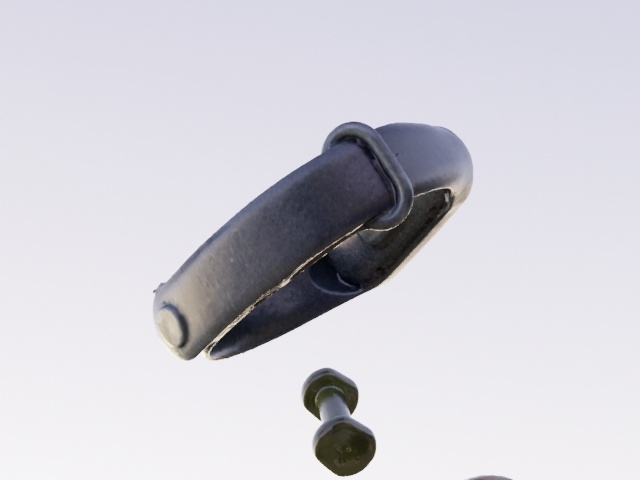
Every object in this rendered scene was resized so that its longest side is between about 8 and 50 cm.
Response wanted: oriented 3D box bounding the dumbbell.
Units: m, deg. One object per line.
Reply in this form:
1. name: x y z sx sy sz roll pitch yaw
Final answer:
1. dumbbell: 0.013 0.146 1.087 0.052 0.118 0.046 36 -80 -17

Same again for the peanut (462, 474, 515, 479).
1. peanut: 0.096 0.268 0.910 0.108 0.226 0.095 19 -21 15

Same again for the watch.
1. watch: 0.000 0.000 0.840 0.193 0.068 0.206 -23 -16 -42
